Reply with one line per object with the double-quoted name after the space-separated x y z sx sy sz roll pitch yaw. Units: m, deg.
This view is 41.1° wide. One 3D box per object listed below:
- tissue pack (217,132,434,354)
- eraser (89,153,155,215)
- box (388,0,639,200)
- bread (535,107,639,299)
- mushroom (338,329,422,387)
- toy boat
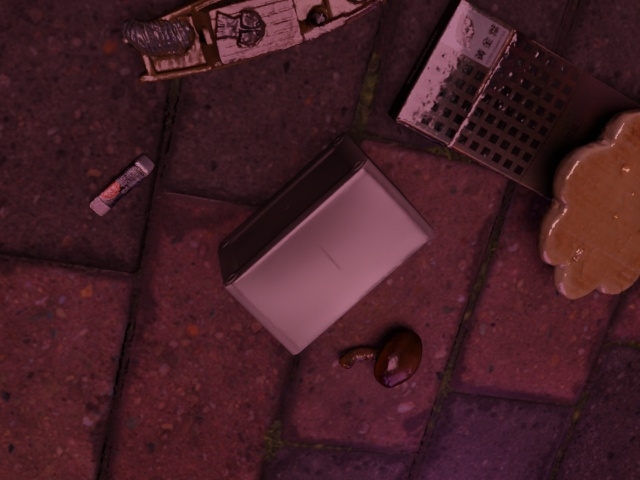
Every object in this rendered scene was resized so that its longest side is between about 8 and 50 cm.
0.000 -0.001 1.127 0.246 0.159 0.136 -41 113 7 "tissue pack"
-0.260 -0.072 1.116 0.099 0.019 0.027 -40 115 7 "eraser"
0.273 -0.178 1.173 0.325 0.047 0.180 24 105 -21 "box"
0.430 -0.053 1.219 0.316 0.054 0.316 -15 125 -23 "bread"
0.094 0.184 1.273 0.129 0.073 0.088 -13 144 -4 "mushroom"
-0.076 -0.263 1.022 0.321 0.121 0.089 -17 109 -5 "toy boat"
